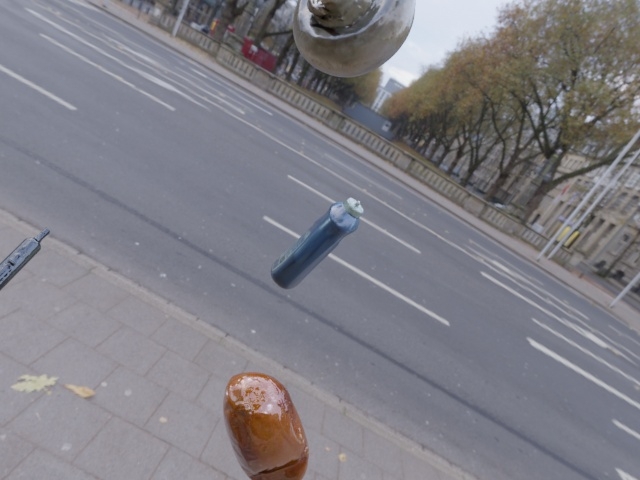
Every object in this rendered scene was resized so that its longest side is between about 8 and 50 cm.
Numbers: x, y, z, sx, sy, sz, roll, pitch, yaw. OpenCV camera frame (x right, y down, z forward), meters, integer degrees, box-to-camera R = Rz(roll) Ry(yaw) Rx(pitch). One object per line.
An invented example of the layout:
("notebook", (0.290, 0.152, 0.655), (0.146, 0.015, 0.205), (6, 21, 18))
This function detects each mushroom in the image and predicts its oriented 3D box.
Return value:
("mushroom", (0.054, -0.410, 0.742), (0.226, 0.226, 0.178), (41, -3, 30))

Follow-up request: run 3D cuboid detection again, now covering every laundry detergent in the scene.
("laundry detergent", (-0.001, -0.001, 0.707), (0.061, 0.206, 0.097), (47, 29, 3))

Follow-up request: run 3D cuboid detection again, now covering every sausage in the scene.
("sausage", (-0.063, 0.227, 0.491), (0.089, 0.179, 0.089), (-9, 28, 5))

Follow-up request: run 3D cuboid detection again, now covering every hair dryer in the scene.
("hair dryer", (-0.583, 0.051, 0.765), (0.078, 0.196, 0.248), (34, 46, -19))
